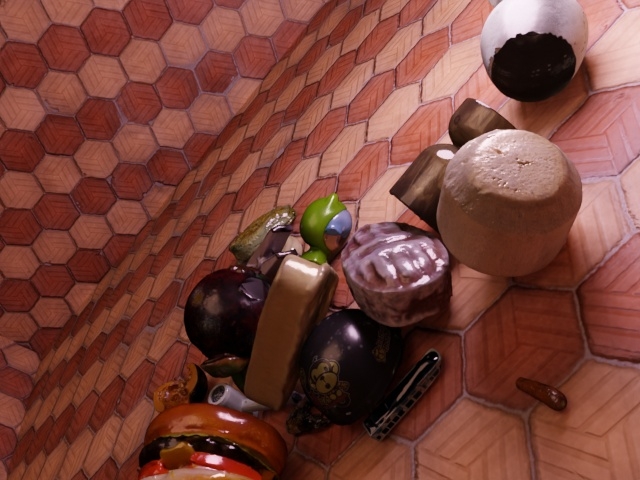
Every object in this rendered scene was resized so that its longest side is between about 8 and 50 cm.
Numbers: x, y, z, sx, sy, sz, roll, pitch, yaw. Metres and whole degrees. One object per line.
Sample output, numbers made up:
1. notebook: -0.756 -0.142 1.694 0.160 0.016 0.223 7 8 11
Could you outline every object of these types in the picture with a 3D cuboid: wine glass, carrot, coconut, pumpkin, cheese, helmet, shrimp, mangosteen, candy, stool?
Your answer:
1. wine glass: 0.475 -0.473 1.269 0.238 0.238 0.323 -28 32 39
2. carrot: 0.348 0.240 0.891 0.032 0.032 0.093 -58 23 -7
3. coconut: 0.334 -0.059 1.025 0.237 0.266 0.238 -3 54 4
4. pumpkin: -0.405 0.459 1.711 0.183 0.107 0.119 -35 40 18
5. cheese: -0.096 0.053 1.734 0.227 0.064 0.137 12 73 61
6. helmet: 0.048 0.236 1.191 0.230 0.160 0.279 -40 23 38
7. shrimp: -0.025 0.394 1.282 0.161 0.034 0.091 -21 41 47
8. mangosteen: -0.221 0.220 1.521 0.311 0.311 0.311 -37 33 29
9. cheese: -0.057 0.162 1.286 0.384 0.104 0.384 20 -90 -81
10. candy: 0.161 0.067 1.200 0.214 0.157 0.290 -20 29 -4
11. stool: 0.299 -0.151 1.238 0.264 0.179 0.179 -50 28 8

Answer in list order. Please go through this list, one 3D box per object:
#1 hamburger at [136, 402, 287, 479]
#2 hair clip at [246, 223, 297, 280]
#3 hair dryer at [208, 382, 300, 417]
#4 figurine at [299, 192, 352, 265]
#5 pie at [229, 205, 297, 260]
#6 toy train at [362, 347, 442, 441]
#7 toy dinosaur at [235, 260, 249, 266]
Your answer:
1. hamburger: -0.234 0.511 1.171 0.330 0.330 0.250 -33 29 34
2. hair clip: -0.161 0.080 1.675 0.101 0.085 0.331 65 146 21
3. hair dryer: -0.154 0.402 1.397 0.236 0.131 0.073 -15 42 31
4. figurine: 0.000 0.000 1.569 0.162 0.143 0.264 64 -136 -82
5. pie: -0.199 -0.026 1.918 0.277 0.079 0.277 -36 11 8
6. toy train: 0.164 0.296 1.089 0.207 0.047 0.043 -50 29 5
7. toy dinosaur: -0.264 0.127 1.918 0.167 0.053 0.242 -27 39 43
